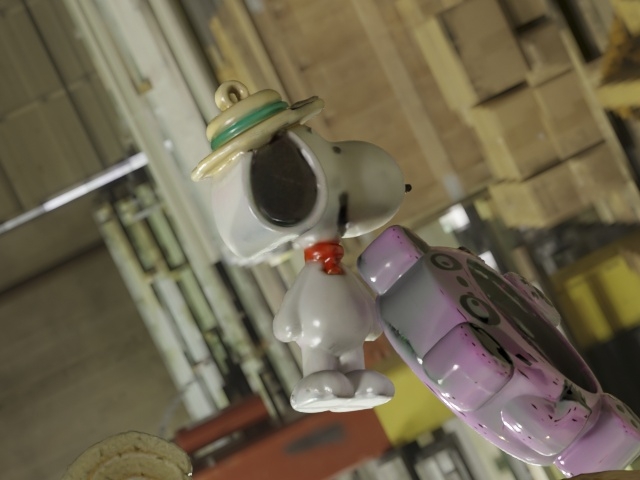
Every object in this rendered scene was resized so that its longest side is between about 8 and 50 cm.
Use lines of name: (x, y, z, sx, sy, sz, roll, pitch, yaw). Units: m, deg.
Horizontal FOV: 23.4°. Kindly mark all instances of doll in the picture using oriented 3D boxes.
doll: (-0.018, 0.006, 1.339, 0.144, 0.208, 0.271, 143, 141, -60)

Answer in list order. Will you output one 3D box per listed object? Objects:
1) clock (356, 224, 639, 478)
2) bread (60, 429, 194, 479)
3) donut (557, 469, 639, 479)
clock: (0.149, 0.095, 1.313, 0.248, 0.090, 0.227, 31, -162, -42)
bread: (-0.178, 0.260, 1.395, 0.141, 0.134, 0.148, 121, 152, -63)
donut: (0.234, 0.261, 0.729, 0.449, 0.448, 0.198, -128, 47, -60)
